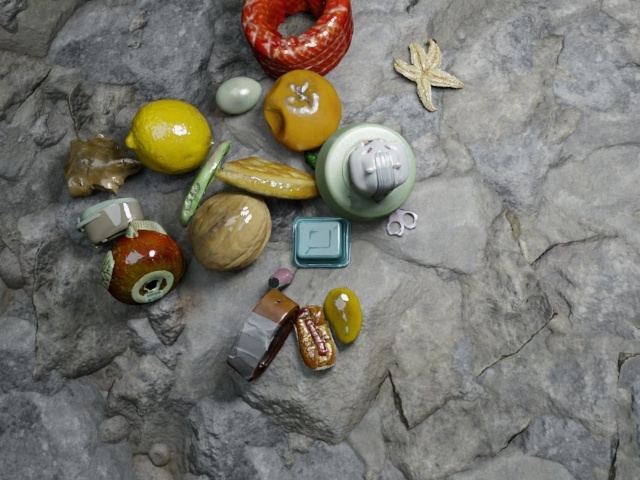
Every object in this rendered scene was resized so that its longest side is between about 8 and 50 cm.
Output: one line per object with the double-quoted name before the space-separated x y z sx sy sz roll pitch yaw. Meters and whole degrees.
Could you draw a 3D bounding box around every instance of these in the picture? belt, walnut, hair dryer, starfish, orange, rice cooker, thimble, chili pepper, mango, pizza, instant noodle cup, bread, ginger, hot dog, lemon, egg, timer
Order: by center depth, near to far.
"timer" 0.141 -0.191 1.515 0.290 0.315 0.291 0 94 -5
"belt" -0.160 0.266 1.573 0.105 0.184 0.261 35 97 14
"mango" 0.067 0.214 1.613 0.103 0.076 0.161 -13 79 1
"hot dog" -0.017 0.279 1.621 0.108 0.059 0.191 -17 73 1
"walnut" -0.259 -0.031 1.642 0.225 0.225 0.261 42 93 15
"pizza" -0.138 -0.168 1.643 0.258 0.268 0.087 18 106 15
"hair dryer" -0.140 0.160 1.658 0.054 0.106 0.154 28 107 11
"bread" -0.340 -0.177 1.659 0.045 0.301 0.301 30 83 -10
"instant noodle cup" 0.000 0.000 1.676 0.179 0.070 0.157 -1 79 8
"orange" -0.047 -0.400 1.705 0.249 0.183 0.249 2 79 -8
"chili pepper" 0.074 -0.214 1.714 0.279 0.065 0.122 10 68 9
"lemon" -0.464 -0.318 1.728 0.253 0.228 0.228 7 76 -25
"starfish" 0.334 -0.516 1.745 0.216 0.071 0.238 -1 84 14
"rice cooker" -0.649 -0.061 1.752 0.206 0.145 0.127 -29 85 4
"thimble" -0.072 -0.680 1.760 0.350 0.230 0.350 -1 79 7
"egg" -0.261 -0.463 1.796 0.152 0.114 0.114 -20 75 -1
"ginger" -0.688 -0.243 1.814 0.270 0.123 0.219 -9 79 -3

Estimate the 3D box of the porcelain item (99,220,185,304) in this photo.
"porcelain item" -0.537 0.060 1.672 0.253 0.253 0.253 -2 77 8

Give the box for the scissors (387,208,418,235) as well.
"scissors" 0.211 -0.102 1.693 0.100 0.015 0.189 -34 74 2
